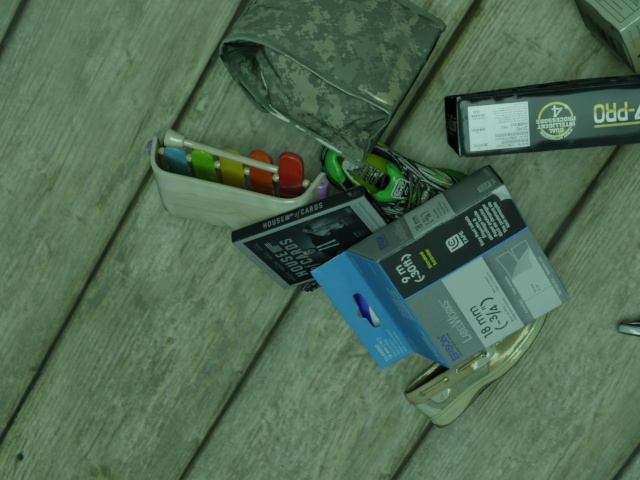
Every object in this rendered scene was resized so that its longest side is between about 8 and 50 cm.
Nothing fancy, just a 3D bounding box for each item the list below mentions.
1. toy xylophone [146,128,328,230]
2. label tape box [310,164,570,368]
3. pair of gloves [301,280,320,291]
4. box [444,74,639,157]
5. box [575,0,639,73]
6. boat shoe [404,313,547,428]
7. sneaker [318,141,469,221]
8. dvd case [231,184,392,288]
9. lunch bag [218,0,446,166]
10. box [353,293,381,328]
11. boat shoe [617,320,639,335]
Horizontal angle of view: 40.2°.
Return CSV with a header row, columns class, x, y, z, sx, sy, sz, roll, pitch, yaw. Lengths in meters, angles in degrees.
class,x,y,z,sx,sy,sz,roll,pitch,yaw
toy xylophone,-0.141,-0.098,1.435,0.323,0.236,0.081,18,58,2
label tape box,0.189,0.072,1.393,0.334,0.106,0.240,-32,114,8
pair of gloves,-0.020,0.047,1.550,0.074,0.010,0.083,-39,97,13
box,0.390,-0.195,1.310,0.395,0.318,0.097,-5,101,5
box,0.553,-0.420,1.323,0.311,0.121,0.148,-37,52,11
boat shoe,0.268,0.190,1.504,0.098,0.109,0.302,40,107,-4
sneaker,0.150,-0.068,1.444,0.344,0.146,0.134,22,102,0
dvd case,0.000,0.000,1.442,0.239,0.179,0.029,-19,53,20
lunch bag,0.009,-0.293,1.361,0.287,0.169,0.235,31,57,0
box,0.130,0.086,1.512,0.137,0.072,0.126,-22,97,9
boat shoe,0.581,0.147,1.498,0.142,0.049,0.040,5,82,3
